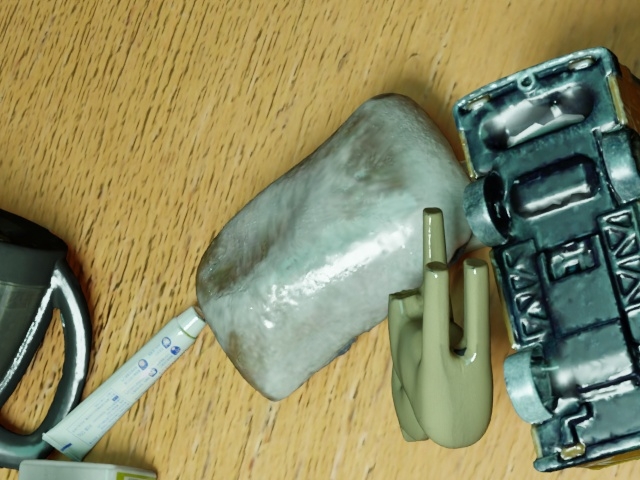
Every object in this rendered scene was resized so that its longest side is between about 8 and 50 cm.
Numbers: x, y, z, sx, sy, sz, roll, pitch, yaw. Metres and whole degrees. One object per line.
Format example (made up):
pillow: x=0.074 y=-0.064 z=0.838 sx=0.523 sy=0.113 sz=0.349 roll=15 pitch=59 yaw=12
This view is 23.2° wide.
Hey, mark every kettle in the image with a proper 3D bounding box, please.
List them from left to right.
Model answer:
kettle: x=-0.390 y=0.104 z=1.674 sx=0.207 sy=0.250 sz=0.271 roll=34 pitch=104 yaw=62

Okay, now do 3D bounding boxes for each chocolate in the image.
chocolate: x=0.000 y=0.000 z=1.474 sx=0.303 sy=0.100 sz=0.185 roll=-40 pitch=57 yaw=16

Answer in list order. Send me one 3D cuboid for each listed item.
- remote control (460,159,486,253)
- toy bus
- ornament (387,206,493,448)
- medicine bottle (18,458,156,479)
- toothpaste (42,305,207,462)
remote control: x=0.073 y=-0.011 z=1.502 sx=0.190 sy=0.029 sz=0.087 roll=-18 pitch=69 yaw=26
toy bus: x=0.236 y=0.023 z=1.303 sx=0.162 sy=0.194 sz=0.323 roll=-20 pitch=72 yaw=26
ornament: x=0.094 y=0.099 z=1.340 sx=0.061 sy=0.230 sz=0.245 roll=-5 pitch=111 yaw=-9
medicine bottle: x=-0.245 y=0.319 z=1.569 sx=0.132 sy=0.088 sz=0.188 roll=-1 pitch=77 yaw=30
toothpaste: x=-0.200 y=0.148 z=1.616 sx=0.218 sy=0.052 sz=0.033 roll=-44 pitch=22 yaw=12
